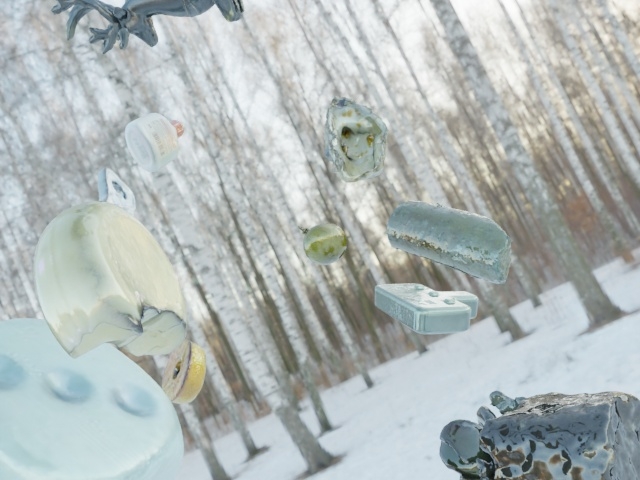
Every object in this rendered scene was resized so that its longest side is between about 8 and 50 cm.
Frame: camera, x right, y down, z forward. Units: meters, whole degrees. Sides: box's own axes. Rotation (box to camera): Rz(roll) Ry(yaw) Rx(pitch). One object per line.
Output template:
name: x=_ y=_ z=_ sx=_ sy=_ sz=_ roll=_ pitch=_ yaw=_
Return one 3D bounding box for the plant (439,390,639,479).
plant: x=0.277 y=0.288 z=0.976 sx=0.188 sy=0.199 sz=0.276 roll=-6 pitch=-12 yaw=-43

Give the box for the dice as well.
dice: x=-0.341 y=0.269 z=0.904 sx=0.265 sy=0.268 sz=0.262 roll=-61 pitch=-16 yaw=19

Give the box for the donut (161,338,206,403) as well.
donut: x=-0.309 y=0.302 z=1.773 sx=0.058 sy=0.152 sz=0.152 roll=22 pitch=-33 yaw=-28

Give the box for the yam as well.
yam: x=0.233 y=-0.003 z=1.353 sx=0.106 sy=0.106 sz=0.259 roll=-20 pitch=28 yaw=-39

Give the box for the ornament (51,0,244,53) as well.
ornament: x=-0.236 y=-0.337 z=0.969 sx=0.236 sy=0.202 sz=0.080 roll=-16 pitch=13 yaw=11

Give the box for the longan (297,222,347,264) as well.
longan: x=0.000 y=0.000 z=1.220 sx=0.075 sy=0.083 sz=0.075 roll=-56 pitch=0 yaw=-1

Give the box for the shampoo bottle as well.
shampoo bottle: x=-0.334 y=-0.211 z=1.614 sx=0.051 sy=0.108 sz=0.221 roll=-23 pitch=13 yaw=14

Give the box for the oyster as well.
oyster: x=0.073 y=-0.226 z=1.821 sx=0.166 sy=0.110 sz=0.341 roll=-19 pitch=37 yaw=-12

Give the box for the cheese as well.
cheese: x=-0.198 y=0.004 z=0.710 sx=0.070 sy=0.249 sz=0.163 roll=-31 pitch=-33 yaw=10

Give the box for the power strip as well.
power strip: x=0.247 y=0.141 z=1.700 sx=0.193 sy=0.059 sz=0.265 roll=0 pitch=9 yaw=-18
